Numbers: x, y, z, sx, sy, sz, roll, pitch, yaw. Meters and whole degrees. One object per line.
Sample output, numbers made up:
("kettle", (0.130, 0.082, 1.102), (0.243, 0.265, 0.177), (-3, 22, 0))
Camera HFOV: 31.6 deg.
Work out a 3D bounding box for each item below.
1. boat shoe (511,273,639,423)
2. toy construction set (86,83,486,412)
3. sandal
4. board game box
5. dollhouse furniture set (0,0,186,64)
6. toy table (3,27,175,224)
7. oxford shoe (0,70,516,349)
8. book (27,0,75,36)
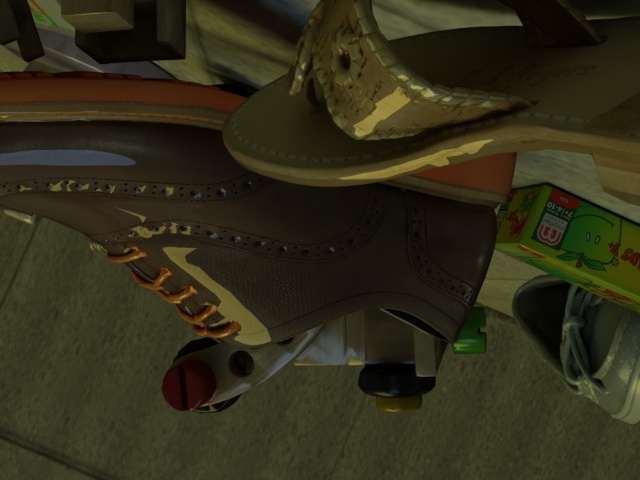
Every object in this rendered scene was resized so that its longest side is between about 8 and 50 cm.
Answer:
("boat shoe", (0.229, 0.075, 0.963), (0.103, 0.118, 0.320), (19, -176, 3))
("toy construction set", (0.000, 0.000, 0.804), (0.237, 0.257, 0.309), (5, 162, 15))
("sandal", (0.045, -0.067, 0.345), (0.240, 0.088, 0.079), (11, 138, 45))
("board game box", (0.209, 0.020, 0.752), (0.181, 0.043, 0.092), (24, 177, -5))
("dollhouse furniture set", (-0.148, -0.142, 0.457), (0.161, 0.101, 0.182), (-2, 173, 7))
("toy table", (-0.232, -0.096, 1.027), (0.252, 0.160, 0.274), (23, 179, 3))
("oxford shoe", (-0.060, -0.009, 0.574), (0.364, 0.132, 0.130), (6, -176, -25))
("book", (-0.201, -0.169, 0.708), (0.096, 0.035, 0.144), (19, 176, 4))
